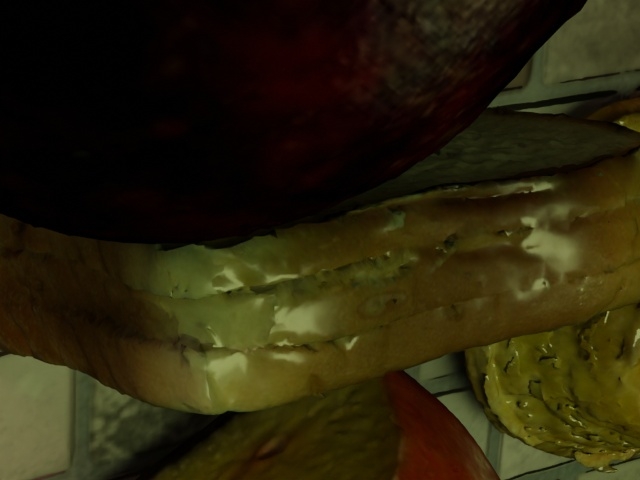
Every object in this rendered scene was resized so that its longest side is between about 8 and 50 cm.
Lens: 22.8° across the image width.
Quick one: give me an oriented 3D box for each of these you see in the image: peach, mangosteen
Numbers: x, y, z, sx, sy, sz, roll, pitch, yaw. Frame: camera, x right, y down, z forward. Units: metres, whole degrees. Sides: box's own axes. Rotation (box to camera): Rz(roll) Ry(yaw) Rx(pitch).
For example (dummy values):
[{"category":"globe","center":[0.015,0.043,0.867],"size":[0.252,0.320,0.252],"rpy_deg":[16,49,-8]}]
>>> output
[{"category":"peach","center":[-0.001,0.264,0.939],"size":[0.306,0.242,0.380],"rpy_deg":[-14,118,-24]},{"category":"mangosteen","center":[-0.079,-0.211,0.591],"size":[0.421,0.381,0.381],"rpy_deg":[42,85,-17]}]

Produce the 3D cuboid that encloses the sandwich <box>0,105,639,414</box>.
[{"category":"sandwich","center":[0.000,0.000,0.792],"size":[0.301,0.271,0.099],"rpy_deg":[-11,106,-31]}]

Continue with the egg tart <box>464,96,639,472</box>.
[{"category":"egg tart","center":[0.231,0.041,1.065],"size":[0.294,0.123,0.294],"rpy_deg":[-13,117,-28]}]
